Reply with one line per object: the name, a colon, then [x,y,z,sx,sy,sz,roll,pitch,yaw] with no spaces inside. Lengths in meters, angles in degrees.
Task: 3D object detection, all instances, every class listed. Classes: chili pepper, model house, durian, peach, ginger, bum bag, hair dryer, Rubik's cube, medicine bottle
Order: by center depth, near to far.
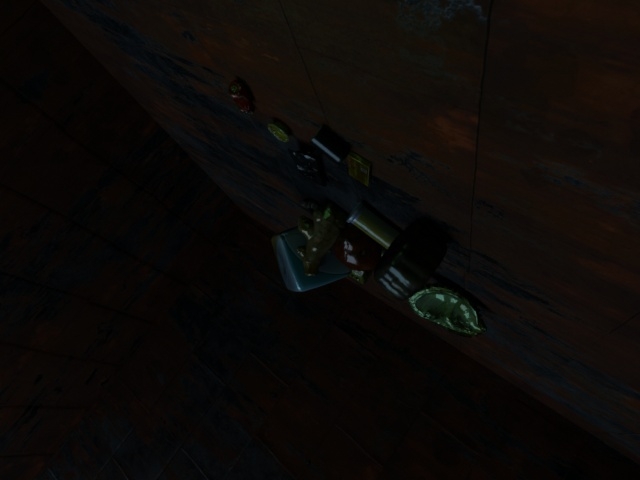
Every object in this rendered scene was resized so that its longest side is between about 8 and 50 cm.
hair dryer: [0.020,-0.317,1.482,0.128,0.070,0.255,37,177,-8]
chili pepper: [-0.289,-0.523,1.525,0.071,0.073,0.123,-8,164,5]
bum bag: [-0.052,-0.300,1.734,0.137,0.074,0.310,30,171,15]
medicine bottle: [0.309,0.003,1.800,0.426,0.108,0.108,37,170,-5]
durian: [0.605,0.317,1.986,0.395,0.198,0.163,32,168,12]
peach: [0.177,0.033,2.029,0.232,0.232,0.257,31,-173,29]
ginger: [-0.019,-0.010,2.106,0.236,0.375,0.166,33,176,-30]
Rubik's cube: [-0.057,0.077,2.378,0.347,0.352,0.351,175,80,-73]
model house: [0.222,0.118,2.529,0.194,0.174,0.234,33,159,26]

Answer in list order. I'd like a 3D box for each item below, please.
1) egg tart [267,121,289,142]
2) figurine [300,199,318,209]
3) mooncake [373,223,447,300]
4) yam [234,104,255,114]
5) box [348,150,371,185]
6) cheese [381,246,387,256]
egg tart: [-0.155,-0.421,1.613,0.105,0.039,0.105,35,170,7]
figurine: [-0.057,-0.194,2.311,0.072,0.054,0.129,25,171,-35]
mooncake: [0.325,0.078,1.582,0.161,0.290,0.290,39,170,-1]
yam: [-0.297,-0.518,1.640,0.094,0.043,0.043,30,168,39]
box: [0.137,-0.249,1.469,0.089,0.022,0.156,32,169,15]
cheese: [0.289,0.046,2.224,0.255,0.050,0.127,37,170,-3]
